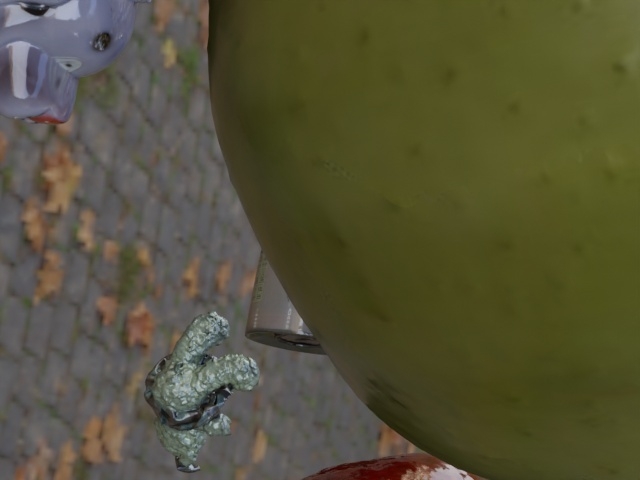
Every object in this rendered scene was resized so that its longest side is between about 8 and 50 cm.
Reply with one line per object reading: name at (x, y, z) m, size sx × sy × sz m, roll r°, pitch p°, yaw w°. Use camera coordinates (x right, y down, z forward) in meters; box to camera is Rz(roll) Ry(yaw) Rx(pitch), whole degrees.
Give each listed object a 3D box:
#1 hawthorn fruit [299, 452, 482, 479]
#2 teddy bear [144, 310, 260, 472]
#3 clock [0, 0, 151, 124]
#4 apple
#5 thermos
hawthorn fruit at (0.026, 0.213, 0.865) m, size 0.202 × 0.185 × 0.185 m, roll -1°, pitch 99°, yaw -46°
teddy bear at (-0.166, 0.202, 1.892) m, size 0.111 × 0.133 × 0.213 m, roll -4°, pitch 131°, yaw -41°
clock at (-0.250, -0.182, 1.140) m, size 0.189 × 0.254 × 0.189 m, roll 10°, pitch 90°, yaw -83°
apple at (0.139, -0.094, 0.581) m, size 0.320 × 0.360 × 0.311 m, roll 60°, pitch 32°, yaw -33°
thermos at (0.000, 0.000, 1.400) m, size 0.137 × 0.105 × 0.193 m, roll 123°, pitch -23°, yaw -77°
